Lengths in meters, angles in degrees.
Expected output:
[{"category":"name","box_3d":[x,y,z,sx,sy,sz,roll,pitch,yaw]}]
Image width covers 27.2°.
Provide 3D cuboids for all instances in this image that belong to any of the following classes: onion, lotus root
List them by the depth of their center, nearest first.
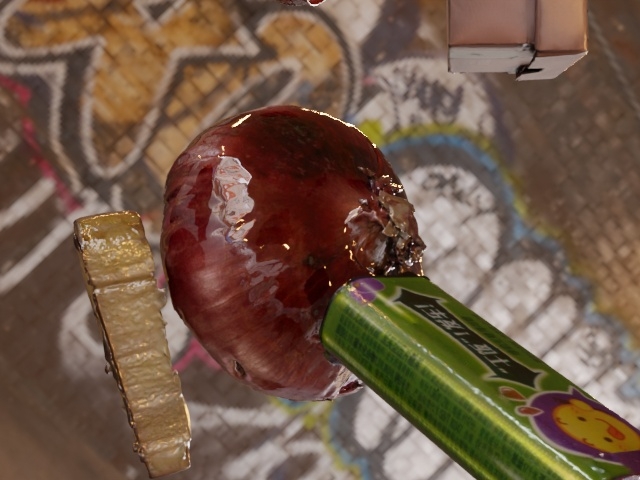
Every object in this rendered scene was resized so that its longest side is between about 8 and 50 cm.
[{"category":"lotus root","box_3d":[-0.196,0.096,1.364,0.170,0.074,0.261,-150,-134,-70]},{"category":"onion","box_3d":[0.000,0.000,1.454,0.285,0.347,0.347,-17,-55,41]}]

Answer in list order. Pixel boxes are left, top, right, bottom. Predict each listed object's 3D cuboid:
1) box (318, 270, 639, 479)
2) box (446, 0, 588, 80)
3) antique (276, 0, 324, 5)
[{"category":"box","box_3d":[0.144,0.142,1.121,0.134,0.097,0.345,0,25,-38]},{"category":"box","box_3d":[0.126,-0.220,0.888,0.215,0.086,0.215,-32,122,-85]},{"category":"antique","box_3d":[-0.031,-0.336,1.614,0.104,0.104,0.104,46,-4,4]}]
